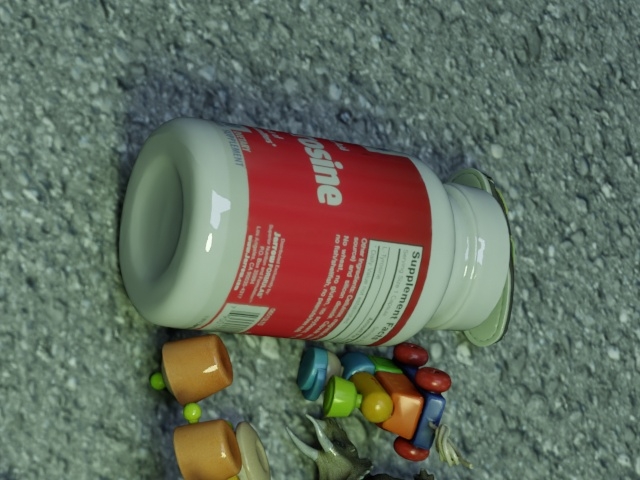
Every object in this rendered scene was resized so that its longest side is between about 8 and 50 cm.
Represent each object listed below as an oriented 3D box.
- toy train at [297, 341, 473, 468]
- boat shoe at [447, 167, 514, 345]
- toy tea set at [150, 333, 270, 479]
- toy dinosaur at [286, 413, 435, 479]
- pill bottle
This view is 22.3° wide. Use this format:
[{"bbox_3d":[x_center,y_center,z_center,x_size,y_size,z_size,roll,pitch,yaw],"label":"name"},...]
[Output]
[{"bbox_3d":[0.068,0.185,1.802,0.143,0.248,0.105,13,102,-17],"label":"toy train"},{"bbox_3d":[0.208,0.024,2.031,0.069,0.081,0.227,21,61,-57],"label":"boat shoe"},{"bbox_3d":[-0.131,0.260,1.703,0.336,0.124,0.200,-100,167,-46],"label":"toy tea set"},{"bbox_3d":[0.097,0.314,1.785,0.160,0.313,0.121,12,106,-46],"label":"toy dinosaur"},{"bbox_3d":[0.000,0.000,1.821,0.408,0.229,0.229,7,69,-30],"label":"pill bottle"}]
